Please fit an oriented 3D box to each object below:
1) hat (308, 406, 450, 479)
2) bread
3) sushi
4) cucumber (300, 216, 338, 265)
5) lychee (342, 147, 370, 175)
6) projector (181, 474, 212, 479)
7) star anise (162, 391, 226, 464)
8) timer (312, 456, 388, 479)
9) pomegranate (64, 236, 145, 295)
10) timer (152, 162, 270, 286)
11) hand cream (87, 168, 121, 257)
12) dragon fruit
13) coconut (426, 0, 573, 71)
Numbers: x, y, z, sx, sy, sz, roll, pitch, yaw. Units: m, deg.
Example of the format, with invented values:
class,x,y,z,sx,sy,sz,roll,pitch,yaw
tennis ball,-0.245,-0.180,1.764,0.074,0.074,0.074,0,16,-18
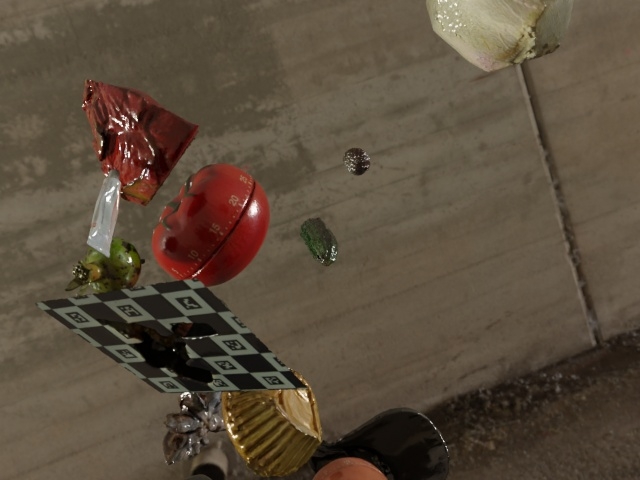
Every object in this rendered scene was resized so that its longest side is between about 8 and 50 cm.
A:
class,x,y,z,sx,sy,sz,roll,pitch,yaw
hat,0.181,0.663,1.741,0.382,0.366,0.257,-34,-8,-6
bread,-0.095,0.350,1.185,0.139,0.240,0.240,-43,3,15
sushi,-0.243,0.160,1.026,0.359,0.343,0.064,-9,47,29
cucumber,-0.001,-0.001,1.372,0.077,0.077,0.265,-20,15,-5
lychee,0.090,-0.192,1.426,0.068,0.067,0.083,-18,40,-40
projector,-0.320,0.859,1.557,0.242,0.395,0.405,-53,-15,-2
star anise,-0.301,0.440,1.443,0.093,0.229,0.236,12,-18,30
timer,0.077,0.675,1.492,0.230,0.229,0.215,-21,4,-11
pomegranate,-0.542,0.075,1.495,0.156,0.156,0.220,-18,11,7
timer,-0.321,-0.043,1.745,0.378,0.279,0.378,-44,24,25
hand cream,-0.456,-0.066,1.257,0.052,0.216,0.038,20,-40,-27
dragon fruit,-0.457,-0.259,1.436,0.302,0.330,0.240,-51,-6,19
coconut,0.302,-0.393,0.950,0.227,0.230,0.227,-55,-2,-3
